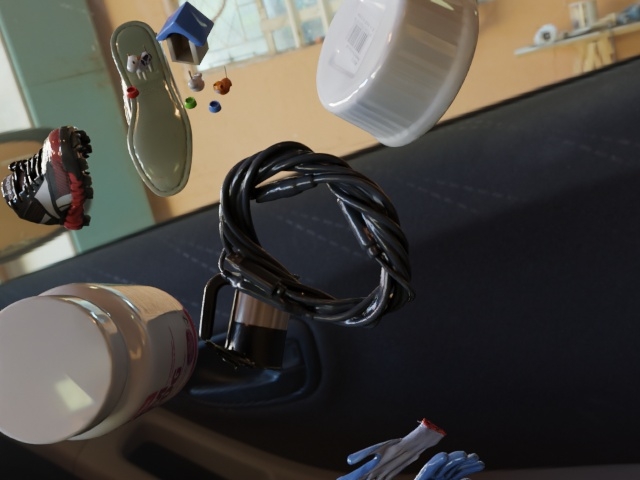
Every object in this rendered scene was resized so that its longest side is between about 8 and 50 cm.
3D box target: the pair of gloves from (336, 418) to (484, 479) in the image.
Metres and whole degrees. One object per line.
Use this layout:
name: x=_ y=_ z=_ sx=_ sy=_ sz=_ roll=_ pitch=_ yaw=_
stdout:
pair of gloves: x=0.118 y=0.307 z=0.898 sx=0.159 sy=0.198 sz=0.023 roll=-40 pitch=37 yaw=12

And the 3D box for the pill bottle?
pill bottle: x=-0.243 y=0.127 z=0.755 sx=0.160 sy=0.160 sz=0.283 roll=-14 pitch=-5 yaw=3

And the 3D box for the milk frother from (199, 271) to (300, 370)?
milk frother: x=-0.091 y=0.102 z=0.913 sx=0.129 sy=0.134 sz=0.143 roll=11 pitch=-6 yaw=-21

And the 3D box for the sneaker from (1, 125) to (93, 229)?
sneaker: x=-0.423 y=-0.091 z=1.063 sx=0.135 sy=0.097 sz=0.276 roll=1 pitch=-20 yaw=-21

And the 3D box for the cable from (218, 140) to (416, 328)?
cable: x=0.000 y=0.000 z=0.582 sx=0.185 sy=0.150 sz=0.047 roll=23 pitch=24 yaw=13

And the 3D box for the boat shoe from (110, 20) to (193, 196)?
boat shoe: x=-0.210 y=-0.164 z=0.883 sx=0.081 sy=0.227 sz=0.068 roll=-13 pitch=-4 yaw=-4

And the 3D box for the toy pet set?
toy pet set: x=-0.164 y=-0.222 z=0.814 sx=0.122 sy=0.065 sz=0.114 roll=11 pitch=56 yaw=10

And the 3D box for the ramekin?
ramekin: x=0.109 y=-0.301 z=1.095 sx=0.135 sy=0.277 sz=0.277 roll=18 pitch=-3 yaw=-28
